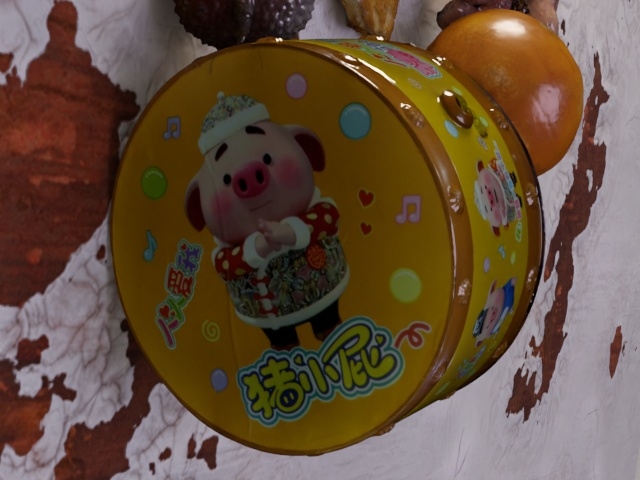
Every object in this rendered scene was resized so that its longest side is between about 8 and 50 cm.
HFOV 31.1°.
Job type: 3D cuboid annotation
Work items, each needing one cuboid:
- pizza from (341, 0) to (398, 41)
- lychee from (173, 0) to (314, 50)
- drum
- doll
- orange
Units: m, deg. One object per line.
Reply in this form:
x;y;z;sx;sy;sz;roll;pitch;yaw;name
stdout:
0.066;-0.337;1.569;0.182;0.062;0.161;-56;135;-44;pizza
-0.081;-0.275;1.218;0.197;0.165;0.165;-96;173;-55;lychee
0.000;0.000;1.191;0.214;0.431;0.431;-14;110;-58;drum
0.299;-0.359;1.834;0.201;0.156;0.303;-49;166;31;doll
0.262;-0.211;1.694;0.261;0.261;0.261;-25;119;-55;orange
